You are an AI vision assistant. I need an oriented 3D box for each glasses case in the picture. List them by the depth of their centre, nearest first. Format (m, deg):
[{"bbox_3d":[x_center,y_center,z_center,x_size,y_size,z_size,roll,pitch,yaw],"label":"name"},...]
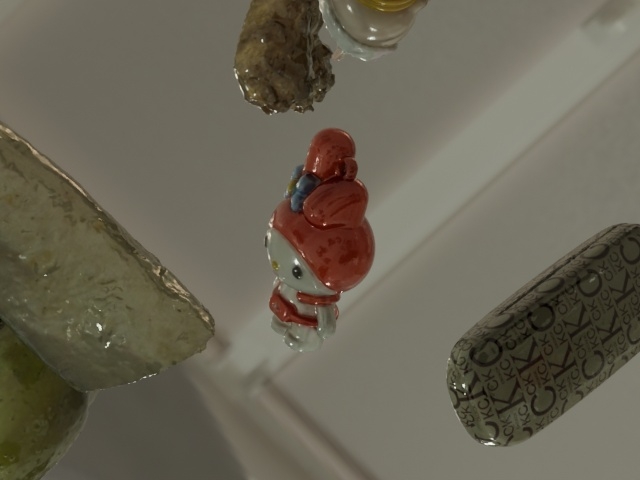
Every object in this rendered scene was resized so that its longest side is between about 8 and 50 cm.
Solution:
[{"bbox_3d":[0.277,0.102,2.034,0.085,0.354,0.137,-3,116,53],"label":"glasses case"}]

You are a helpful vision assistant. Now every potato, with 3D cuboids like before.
[{"bbox_3d":[-0.271,0.118,1.649,0.169,0.143,0.248,91,-168,-49],"label":"potato"}]

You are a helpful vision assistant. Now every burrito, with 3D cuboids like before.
[{"bbox_3d":[-0.231,0.007,1.472,0.299,0.143,0.105,45,-136,-7],"label":"burrito"}]

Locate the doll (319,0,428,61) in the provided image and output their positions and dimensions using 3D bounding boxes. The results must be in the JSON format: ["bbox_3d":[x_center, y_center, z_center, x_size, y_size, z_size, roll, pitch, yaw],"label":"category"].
[{"bbox_3d":[0.040,-0.155,1.139,0.127,0.084,0.073,128,127,-67],"label":"doll"}]

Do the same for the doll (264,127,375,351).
[{"bbox_3d":[0.000,0.000,2.310,0.129,0.290,0.161,-3,-149,-30],"label":"doll"}]

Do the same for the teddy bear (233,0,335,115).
[{"bbox_3d":[0.067,-0.233,1.508,0.222,0.296,0.246,13,-173,1],"label":"teddy bear"}]
